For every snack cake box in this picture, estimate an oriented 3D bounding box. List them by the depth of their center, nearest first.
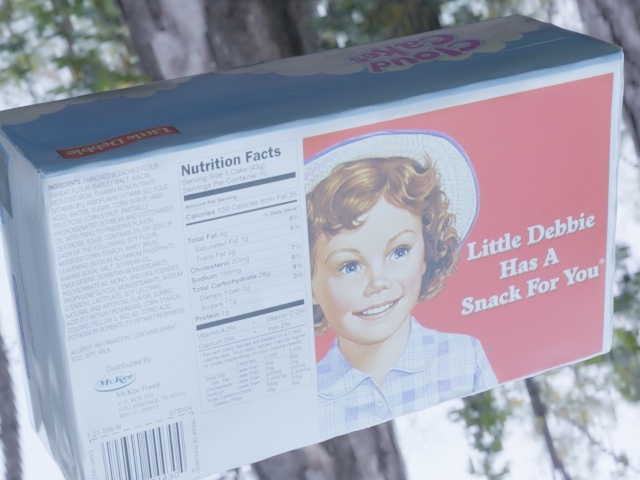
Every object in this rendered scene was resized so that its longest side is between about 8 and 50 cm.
[{"bbox_3d":[0.000,0.000,0.634,0.264,0.152,0.089,-13,-155,-23],"label":"snack cake box"}]
